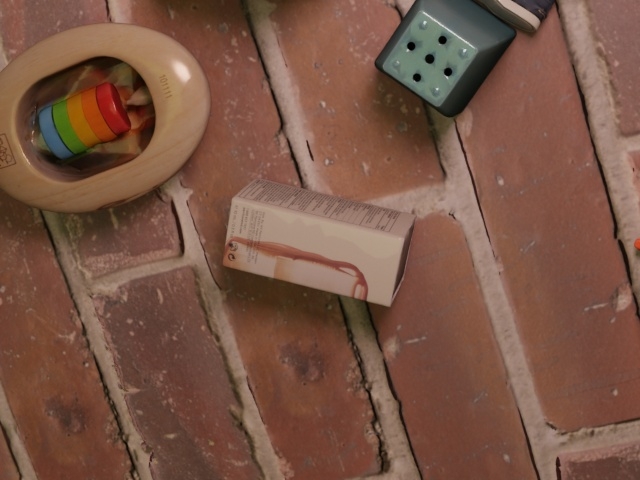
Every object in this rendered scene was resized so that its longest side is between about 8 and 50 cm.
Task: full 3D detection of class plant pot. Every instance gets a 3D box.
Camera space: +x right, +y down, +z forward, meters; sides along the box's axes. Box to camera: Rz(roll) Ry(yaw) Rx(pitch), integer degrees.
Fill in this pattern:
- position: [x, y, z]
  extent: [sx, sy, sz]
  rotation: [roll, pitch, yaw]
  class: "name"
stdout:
- position: [0.185, -0.292, 1.708]
  extent: [0.165, 0.234, 0.166]
  rotation: [35, 109, 2]
  class: "plant pot"

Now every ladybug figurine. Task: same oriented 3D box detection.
- position: [-0.384, -0.211, 1.900]
  extent: [0.449, 0.162, 0.305]
  rotation: [-15, 100, 16]
  class: "ladybug figurine"

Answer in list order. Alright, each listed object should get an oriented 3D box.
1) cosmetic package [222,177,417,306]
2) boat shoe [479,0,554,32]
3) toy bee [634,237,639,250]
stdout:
- position: [0.000, 0.000, 1.875]
  extent: [0.296, 0.153, 0.129]
  rotation: [14, 109, 11]
  class: "cosmetic package"
- position: [0.254, -0.424, 1.725]
  extent: [0.254, 0.095, 0.079]
  rotation: [32, 87, -5]
  class: "boat shoe"
- position: [0.574, 0.012, 1.741]
  extent: [0.162, 0.195, 0.298]
  rotation: [32, 123, 29]
  class: "toy bee"
